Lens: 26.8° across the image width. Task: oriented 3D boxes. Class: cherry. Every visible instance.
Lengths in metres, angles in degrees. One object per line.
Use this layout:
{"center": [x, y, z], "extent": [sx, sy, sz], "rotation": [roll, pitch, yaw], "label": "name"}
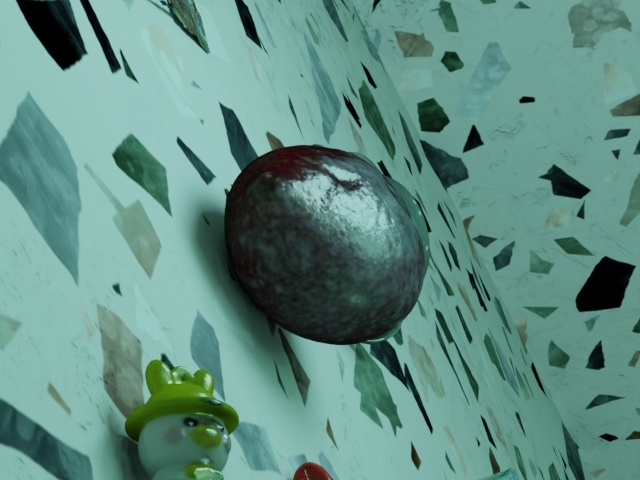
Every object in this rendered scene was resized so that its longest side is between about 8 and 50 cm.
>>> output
{"center": [0.000, 0.000, 1.533], "extent": [0.300, 0.203, 0.230], "rotation": [37, 38, -48], "label": "cherry"}

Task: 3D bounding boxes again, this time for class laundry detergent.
{"center": [0.023, 0.303, 1.440], "extent": [0.165, 0.049, 0.097], "rotation": [54, 15, -50], "label": "laundry detergent"}

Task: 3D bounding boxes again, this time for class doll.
{"center": [-0.099, 0.201, 1.040], "extent": [0.099, 0.135, 0.241], "rotation": [95, -15, -53], "label": "doll"}

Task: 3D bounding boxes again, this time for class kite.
{"center": [-0.198, -0.323, 1.737], "extent": [0.127, 0.016, 0.229], "rotation": [66, 10, 14], "label": "kite"}

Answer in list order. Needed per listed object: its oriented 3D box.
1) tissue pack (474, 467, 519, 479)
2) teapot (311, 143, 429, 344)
{"center": [0.214, 0.460, 1.644], "extent": [0.228, 0.128, 0.311], "rotation": [-14, 80, -59], "label": "tissue pack"}
{"center": [0.060, 0.003, 1.851], "extent": [0.193, 0.129, 0.294], "rotation": [15, -65, 59], "label": "teapot"}
